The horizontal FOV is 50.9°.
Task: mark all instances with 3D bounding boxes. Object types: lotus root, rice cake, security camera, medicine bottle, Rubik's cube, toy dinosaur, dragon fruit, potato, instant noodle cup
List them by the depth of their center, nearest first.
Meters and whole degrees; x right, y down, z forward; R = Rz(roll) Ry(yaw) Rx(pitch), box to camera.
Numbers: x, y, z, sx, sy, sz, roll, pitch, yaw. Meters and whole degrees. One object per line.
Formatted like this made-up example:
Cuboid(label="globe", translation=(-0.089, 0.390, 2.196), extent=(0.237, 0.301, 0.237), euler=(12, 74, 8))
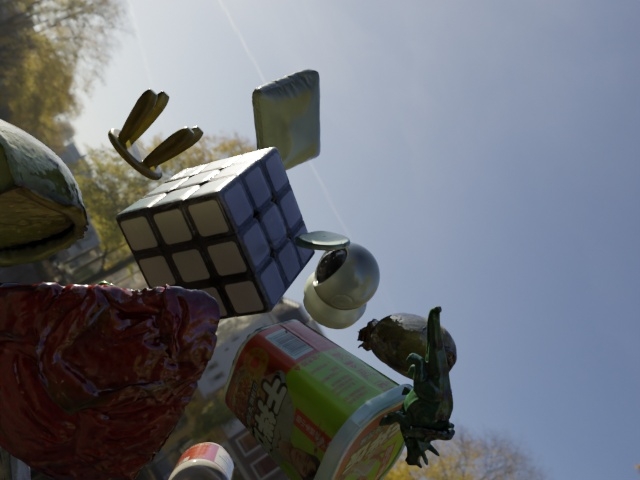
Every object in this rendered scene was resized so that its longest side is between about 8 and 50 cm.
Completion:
Cuboid(label="dragon fruit", translation=(-0.270, 0.124, 0.845), extent=(0.302, 0.330, 0.240), euler=(51, 25, -29))
Cuboid(label="potato", translation=(-0.529, -0.091, 1.070), extent=(0.280, 0.330, 0.213), euler=(39, 37, -68))
Cuboid(label="toy dinosaur", translation=(0.164, 0.239, 1.112), extent=(0.120, 0.079, 0.292), euler=(5, -79, 40))
Cuboid(label="rice cake", translation=(-0.565, 0.380, 1.245), extent=(0.047, 0.036, 0.206), euler=(26, 33, -50))
Cuboid(label="instant noodle cup", translation=(-0.010, 0.319, 1.301), extent=(0.308, 0.294, 0.294), euler=(35, -28, 32))
Cuboid(label="medicine bottle", translation=(-0.251, 0.510, 1.436), extent=(0.131, 0.131, 0.250), euler=(59, -6, 2))
Cuboid(label="lotus root", translation=(0.192, 0.235, 1.548), extent=(0.278, 0.154, 0.154), euler=(9, -51, 52))
Cuboid(label="Rubik's cube", translation=(-0.230, -0.011, 1.581), extent=(0.301, 0.305, 0.303), euler=(-11, -67, 26))
Cuboid(label="security camera", translation=(0.069, 0.114, 1.857), extent=(0.194, 0.194, 0.236), euler=(53, -37, 19))

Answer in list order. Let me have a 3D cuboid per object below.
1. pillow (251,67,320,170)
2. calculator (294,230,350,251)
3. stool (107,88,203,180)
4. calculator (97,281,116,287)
Cuboid(label="pillow", translation=(-0.105, -0.368, 2.141), extent=(0.120, 0.255, 0.322), euler=(36, -38, 38))
Cuboid(label="calculator", translation=(0.000, 0.000, 1.496), extent=(0.153, 0.095, 0.021), euler=(16, -66, 46))
Cuboid(label="stool", translation=(-0.269, -0.173, 1.096), extent=(0.135, 0.110, 0.134), euler=(36, 15, -51))
Cuboid(label="calculator", translation=(-0.509, 0.208, 1.709), extent=(0.146, 0.032, 0.235), euler=(4, -65, 29))
